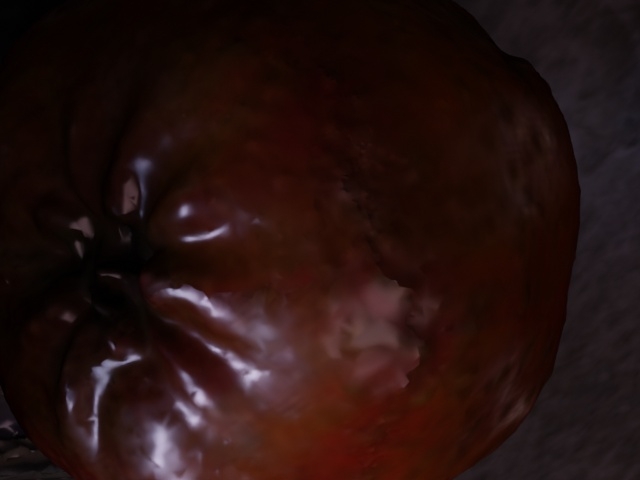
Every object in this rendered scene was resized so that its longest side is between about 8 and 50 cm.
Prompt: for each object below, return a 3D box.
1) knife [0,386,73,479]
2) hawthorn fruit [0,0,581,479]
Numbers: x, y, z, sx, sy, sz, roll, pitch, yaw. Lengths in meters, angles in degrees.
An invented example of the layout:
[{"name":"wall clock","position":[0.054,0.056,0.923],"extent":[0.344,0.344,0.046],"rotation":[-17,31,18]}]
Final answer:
[{"name":"knife","position":[-0.090,0.055,0.682],"extent":[0.365,0.043,0.089],"rotation":[2,131,-35]},{"name":"hawthorn fruit","position":[0.000,0.000,0.587],"extent":[0.200,0.179,0.179],"rotation":[0,132,-49]}]
